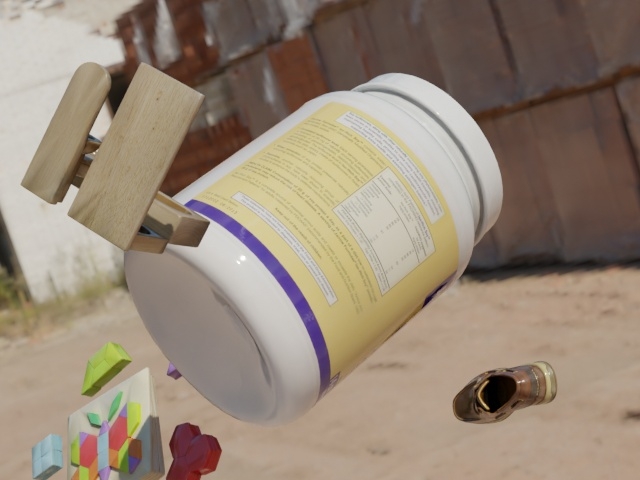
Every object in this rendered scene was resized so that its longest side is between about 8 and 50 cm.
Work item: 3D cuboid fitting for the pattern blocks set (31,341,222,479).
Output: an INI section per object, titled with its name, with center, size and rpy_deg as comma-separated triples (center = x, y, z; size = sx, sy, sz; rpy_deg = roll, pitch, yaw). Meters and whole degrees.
[pattern blocks set]
center = -0.245, 0.247, 1.525
size = 0.026, 0.285, 0.325
rpy_deg = 22, -57, -38

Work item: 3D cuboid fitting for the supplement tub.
[supplement tub]
center = 0.000, 0.000, 1.283
size = 0.331, 0.241, 0.241
rpy_deg = -38, 15, -30

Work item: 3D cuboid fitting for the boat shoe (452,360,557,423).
[boat shoe]
center = 0.211, 0.186, 1.575
size = 0.060, 0.064, 0.178
rpy_deg = -2, -16, -31

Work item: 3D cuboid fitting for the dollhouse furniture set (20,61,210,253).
[dollhouse furniture set]
center = -0.137, -0.073, 0.996
size = 0.144, 0.123, 0.151
rpy_deg = 30, 8, 23
